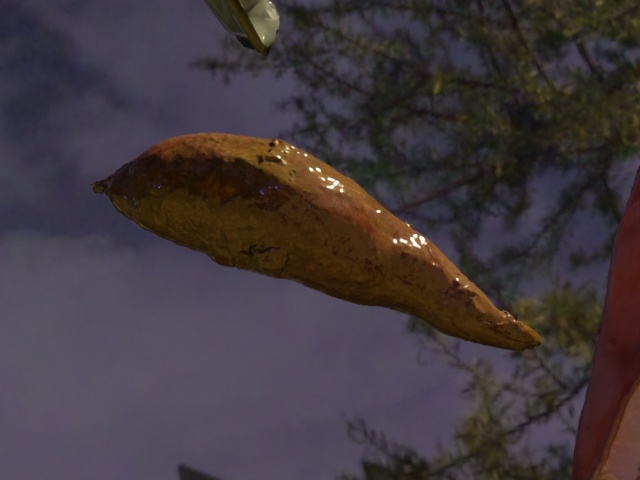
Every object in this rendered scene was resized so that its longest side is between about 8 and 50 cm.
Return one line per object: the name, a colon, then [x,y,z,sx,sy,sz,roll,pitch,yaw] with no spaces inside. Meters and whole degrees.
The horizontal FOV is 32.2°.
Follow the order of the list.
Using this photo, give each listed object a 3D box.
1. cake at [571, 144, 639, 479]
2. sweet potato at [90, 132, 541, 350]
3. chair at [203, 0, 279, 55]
cake: [0.198,0.034,0.555,0.098,0.287,0.135,16,3,-11]
sweet potato: [0.000,-0.005,0.506,0.226,0.068,0.068,20,-34,4]
chair: [-0.175,-0.106,0.250,0.190,0.203,0.274,-49,-41,-14]
